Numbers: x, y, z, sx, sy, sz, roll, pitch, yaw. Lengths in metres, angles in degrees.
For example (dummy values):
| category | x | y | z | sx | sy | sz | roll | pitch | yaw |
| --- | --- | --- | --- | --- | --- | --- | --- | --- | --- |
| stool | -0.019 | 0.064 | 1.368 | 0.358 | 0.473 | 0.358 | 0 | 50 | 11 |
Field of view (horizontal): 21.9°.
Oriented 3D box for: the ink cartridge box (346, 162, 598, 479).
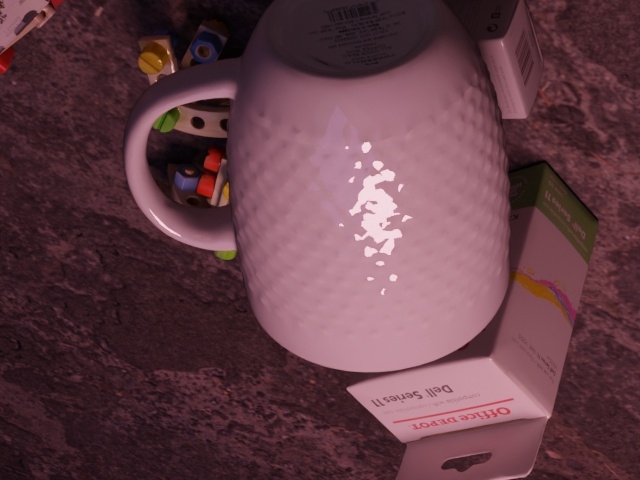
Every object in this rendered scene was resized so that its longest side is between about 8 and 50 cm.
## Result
| category | x | y | z | sx | sy | sz | roll | pitch | yaw |
| --- | --- | --- | --- | --- | --- | --- | --- | --- | --- |
| ink cartridge box | 0.163 | 0.098 | 1.830 | 0.207 | 0.353 | 0.119 | -17 | 129 | 39 |

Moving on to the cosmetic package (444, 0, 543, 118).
| category | x | y | z | sx | sy | sz | roll | pitch | yaw |
| --- | --- | --- | --- | --- | --- | --- | --- | --- | --- |
| cosmetic package | 0.105 | -0.191 | 1.722 | 0.231 | 0.085 | 0.117 | 3 | 139 | 25 |

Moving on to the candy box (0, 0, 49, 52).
| category | x | y | z | sx | sy | sz | roll | pitch | yaw |
| --- | --- | --- | --- | --- | --- | --- | --- | --- | --- |
| candy box | -0.289 | -0.296 | 1.646 | 0.071 | 0.233 | 0.159 | 35 | 140 | -19 |

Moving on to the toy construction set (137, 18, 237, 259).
| category | x | y | z | sx | sy | sz | roll | pitch | yaw |
| --- | --- | --- | --- | --- | --- | --- | --- | --- | --- |
| toy construction set | -0.120 | -0.093 | 1.890 | 0.215 | 0.151 | 0.327 | 19 | 143 | 1 |

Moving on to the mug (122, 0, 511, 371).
| category | x | y | z | sx | sy | sz | roll | pitch | yaw |
| --- | --- | --- | --- | --- | --- | --- | --- | --- | --- |
| mug | -0.004 | -0.080 | 1.595 | 0.374 | 0.276 | 0.328 | -2 | 135 | 5 |

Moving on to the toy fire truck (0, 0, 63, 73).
| category | x | y | z | sx | sy | sz | roll | pitch | yaw |
| --- | --- | --- | --- | --- | --- | --- | --- | --- | --- |
| toy fire truck | -0.298 | -0.261 | 1.776 | 0.192 | 0.135 | 0.047 | -22 | 127 | 42 |
